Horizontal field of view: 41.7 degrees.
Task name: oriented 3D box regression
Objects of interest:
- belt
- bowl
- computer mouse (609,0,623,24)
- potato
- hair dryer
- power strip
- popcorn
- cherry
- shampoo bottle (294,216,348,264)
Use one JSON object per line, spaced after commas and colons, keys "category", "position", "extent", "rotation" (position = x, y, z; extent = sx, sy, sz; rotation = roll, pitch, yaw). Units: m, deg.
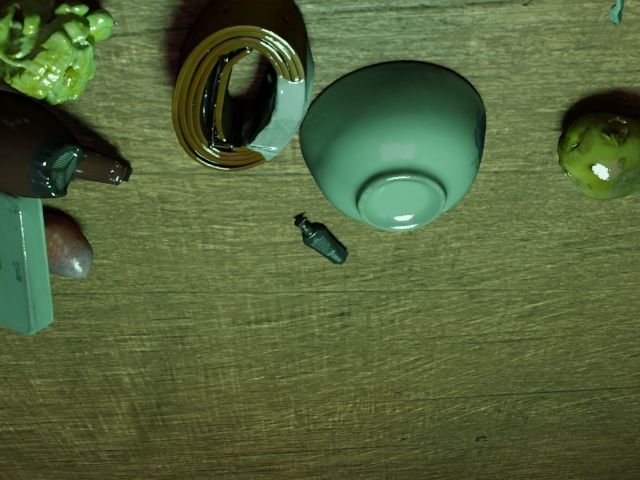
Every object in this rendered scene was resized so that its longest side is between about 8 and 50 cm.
{"category": "belt", "position": [-0.104, -0.211, 1.140], "extent": [0.184, 0.105, 0.261], "rotation": [6, 138, -9]}
{"category": "bowl", "position": [0.116, -0.109, 1.255], "extent": [0.289, 0.146, 0.289], "rotation": [-3, 143, -2]}
{"category": "computer mouse", "position": [0.318, -0.388, 0.960], "extent": [0.167, 0.090, 0.379], "rotation": [-11, 149, 18]}
{"category": "potato", "position": [0.443, -0.126, 1.276], "extent": [0.176, 0.137, 0.137], "rotation": [6, 142, -24]}
{"category": "hair dryer", "position": [-0.402, -0.137, 1.198], "extent": [0.312, 0.123, 0.340], "rotation": [27, -176, 23]}
{"category": "power strip", "position": [-0.528, 0.013, 1.362], "extent": [0.193, 0.059, 0.265], "rotation": [18, 123, 20]}
{"category": "popcorn", "position": [-0.343, -0.240, 1.055], "extent": [0.141, 0.162, 0.136], "rotation": [6, 118, 37]}
{"category": "cherry", "position": [-0.438, 0.011, 1.407], "extent": [0.126, 0.087, 0.106], "rotation": [31, 151, -13]}
{"category": "shampoo bottle", "position": [0.000, 0.000, 1.482], "extent": [0.048, 0.027, 0.137], "rotation": [-35, 134, 16]}
